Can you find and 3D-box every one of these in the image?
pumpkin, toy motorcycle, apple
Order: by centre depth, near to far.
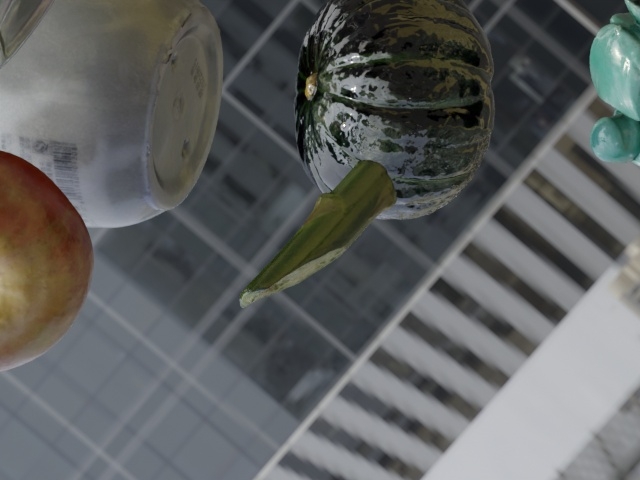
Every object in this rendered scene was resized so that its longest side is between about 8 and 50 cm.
[{"bbox_3d":[0.320,-0.128,1.391,0.296,0.198,0.109,33,-171,-42],"label":"toy motorcycle"},{"bbox_3d":[-0.303,0.019,1.432,0.209,0.209,0.164,39,-171,-10],"label":"apple"},{"bbox_3d":[0.061,-0.127,1.468,0.162,0.220,0.220,5,-158,-23],"label":"pumpkin"}]

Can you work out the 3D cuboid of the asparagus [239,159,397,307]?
[{"bbox_3d":[0.000,0.000,1.283,0.041,0.178,0.045,14,134,32],"label":"asparagus"}]

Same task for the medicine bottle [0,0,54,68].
[{"bbox_3d":[-0.302,-0.239,1.057,0.296,0.161,0.111,30,165,4],"label":"medicine bottle"}]

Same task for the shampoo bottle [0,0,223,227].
[{"bbox_3d":[-0.253,-0.155,1.660,0.266,0.273,0.273,12,-179,12],"label":"shampoo bottle"}]
